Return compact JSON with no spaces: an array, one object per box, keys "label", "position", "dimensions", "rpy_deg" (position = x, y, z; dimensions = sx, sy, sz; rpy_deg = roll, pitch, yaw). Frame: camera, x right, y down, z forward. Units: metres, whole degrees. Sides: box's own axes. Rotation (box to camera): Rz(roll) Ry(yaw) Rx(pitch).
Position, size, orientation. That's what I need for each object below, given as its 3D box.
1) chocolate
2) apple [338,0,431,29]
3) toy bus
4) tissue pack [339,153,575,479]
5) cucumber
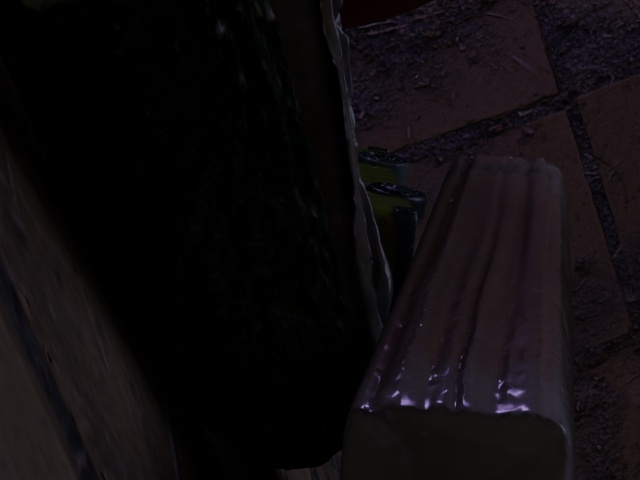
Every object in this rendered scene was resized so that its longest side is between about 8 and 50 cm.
[{"label":"chocolate","position":[-0.029,-0.065,0.697],"dimensions":[0.185,0.100,0.303],"rpy_deg":[-52,130,-88]},{"label":"apple","position":[0.006,-0.306,1.216],"dimensions":[0.319,0.319,0.277],"rpy_deg":[-107,-161,-54]},{"label":"toy bus","position":[0.000,0.000,0.880],"dimensions":[0.175,0.101,0.088],"rpy_deg":[-100,-160,-76]},{"label":"tissue pack","position":[0.056,0.082,0.608],"dimensions":[0.325,0.071,0.170],"rpy_deg":[-58,152,-73]},{"label":"cucumber","position":[-0.032,-0.003,0.495],"dimensions":[0.241,0.074,0.074],"rpy_deg":[73,-1,-48]}]
